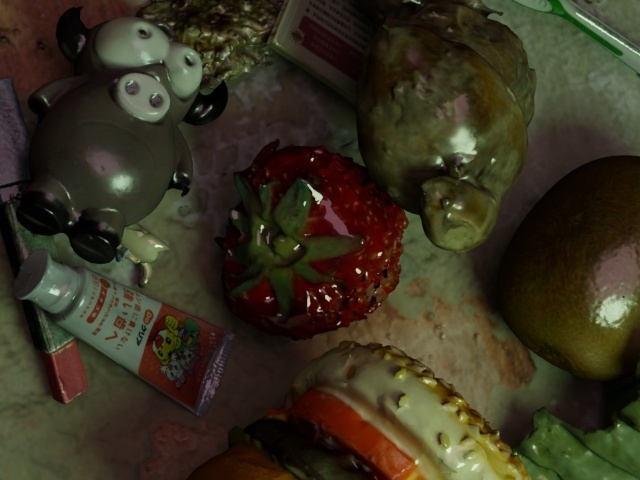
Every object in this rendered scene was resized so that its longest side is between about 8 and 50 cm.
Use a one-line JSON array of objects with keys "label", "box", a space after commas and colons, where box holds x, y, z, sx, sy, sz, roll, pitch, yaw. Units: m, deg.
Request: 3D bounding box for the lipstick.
[{"label": "lipstick", "box": [-0.275, 0.003, 1.701, 0.051, 0.051, 0.312, -15, 86, -21]}]

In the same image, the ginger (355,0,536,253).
[{"label": "ginger", "box": [0.110, -0.135, 1.705, 0.176, 0.375, 0.256, -16, 125, 14]}]

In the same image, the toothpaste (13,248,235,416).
[{"label": "toothpaste", "box": [-0.181, 0.081, 1.688, 0.234, 0.057, 0.089, 33, 70, -35]}]

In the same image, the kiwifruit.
[{"label": "kiwifruit", "box": [0.288, 0.022, 1.789, 0.196, 0.196, 0.234, 43, 76, -5]}]

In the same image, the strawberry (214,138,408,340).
[{"label": "strawberry", "box": [0.000, 0.000, 1.729, 0.201, 0.184, 0.187, -3, 73, -47]}]

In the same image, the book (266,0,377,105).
[{"label": "book", "box": [0.049, -0.259, 1.840, 0.162, 0.022, 0.232, 31, 71, -29]}]

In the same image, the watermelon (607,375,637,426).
[{"label": "watermelon", "box": [0.468, 0.189, 1.820, 0.331, 0.189, 0.330, 3, 74, -11]}]

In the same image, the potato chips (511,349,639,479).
[{"label": "potato chips", "box": [0.373, 0.289, 1.721, 0.389, 0.373, 0.097, 44, 33, -5]}]

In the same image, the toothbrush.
[{"label": "toothbrush", "box": [0.229, -0.252, 1.885, 0.418, 0.042, 0.040, 32, 64, -15]}]

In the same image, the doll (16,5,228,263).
[{"label": "doll", "box": [-0.194, -0.109, 1.686, 0.182, 0.117, 0.257, 30, 65, -12]}]

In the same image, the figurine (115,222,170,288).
[{"label": "figurine", "box": [-0.188, 0.003, 1.730, 0.083, 0.047, 0.050, 36, 81, -2]}]

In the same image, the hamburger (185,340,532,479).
[{"label": "hamburger", "box": [0.049, 0.261, 1.601, 0.250, 0.330, 0.330, -43, 93, -15]}]

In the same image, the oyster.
[{"label": "oyster", "box": [-0.104, -0.202, 1.795, 0.177, 0.056, 0.105, -4, 72, -13]}]
